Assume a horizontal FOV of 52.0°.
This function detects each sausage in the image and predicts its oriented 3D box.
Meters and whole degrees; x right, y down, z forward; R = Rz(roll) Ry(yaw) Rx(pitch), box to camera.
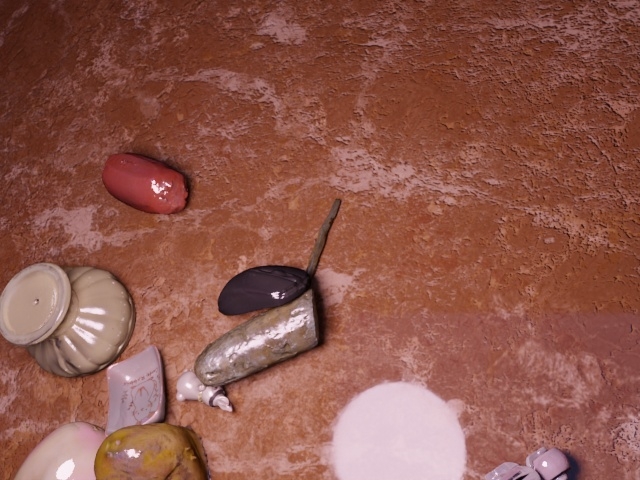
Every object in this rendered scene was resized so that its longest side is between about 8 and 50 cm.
[{"bbox_3d":[-0.485,-0.157,1.813,0.279,0.152,0.152,21,78,29],"label":"sausage"}]

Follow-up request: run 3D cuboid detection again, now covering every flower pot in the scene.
[{"bbox_3d":[-0.660,0.188,1.686,0.307,0.244,0.307,-7,66,17],"label":"flower pot"}]

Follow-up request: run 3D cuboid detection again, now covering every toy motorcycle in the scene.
[{"bbox_3d":[0.365,0.482,1.257,0.254,0.112,0.112,-35,61,3],"label":"toy motorcycle"}]

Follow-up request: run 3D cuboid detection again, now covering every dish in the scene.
[{"bbox_3d":[-0.439,0.377,1.597,0.151,0.077,0.212,-27,43,8],"label":"dish"}]

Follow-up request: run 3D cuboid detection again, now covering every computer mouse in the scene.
[{"bbox_3d":[-0.148,0.108,1.557,0.269,0.137,0.086,-15,105,37],"label":"computer mouse"}]

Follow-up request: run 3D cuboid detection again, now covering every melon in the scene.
[{"bbox_3d":[-0.594,0.578,1.514,0.223,0.223,0.317,22,78,27],"label":"melon"}]

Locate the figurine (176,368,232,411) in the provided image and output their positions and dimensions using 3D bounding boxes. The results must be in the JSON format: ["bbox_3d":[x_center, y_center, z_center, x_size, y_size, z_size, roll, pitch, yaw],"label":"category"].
[{"bbox_3d":[-0.266,0.345,1.564,0.146,0.081,0.098,5,71,22],"label":"figurine"}]

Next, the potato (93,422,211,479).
[{"bbox_3d":[-0.379,0.499,1.446,0.229,0.266,0.229,-9,63,18],"label":"potato"}]

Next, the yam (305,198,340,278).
[{"bbox_3d":[0.001,0.000,1.637,0.027,0.029,0.234,22,75,-1],"label":"yam"}]

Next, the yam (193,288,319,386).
[{"bbox_3d":[-0.140,0.237,1.515,0.330,0.133,0.133,-26,62,0],"label":"yam"}]
